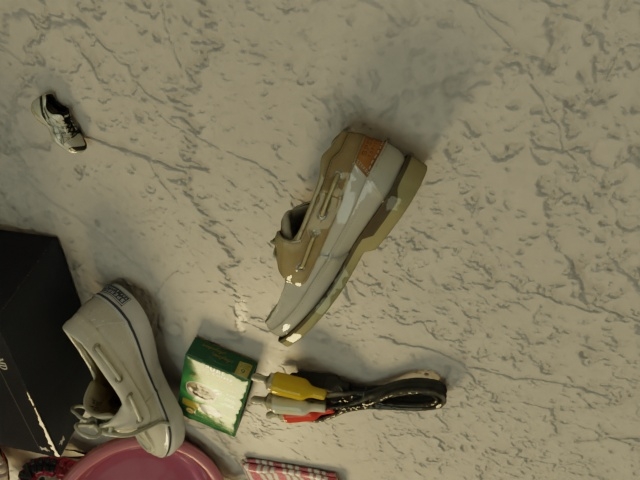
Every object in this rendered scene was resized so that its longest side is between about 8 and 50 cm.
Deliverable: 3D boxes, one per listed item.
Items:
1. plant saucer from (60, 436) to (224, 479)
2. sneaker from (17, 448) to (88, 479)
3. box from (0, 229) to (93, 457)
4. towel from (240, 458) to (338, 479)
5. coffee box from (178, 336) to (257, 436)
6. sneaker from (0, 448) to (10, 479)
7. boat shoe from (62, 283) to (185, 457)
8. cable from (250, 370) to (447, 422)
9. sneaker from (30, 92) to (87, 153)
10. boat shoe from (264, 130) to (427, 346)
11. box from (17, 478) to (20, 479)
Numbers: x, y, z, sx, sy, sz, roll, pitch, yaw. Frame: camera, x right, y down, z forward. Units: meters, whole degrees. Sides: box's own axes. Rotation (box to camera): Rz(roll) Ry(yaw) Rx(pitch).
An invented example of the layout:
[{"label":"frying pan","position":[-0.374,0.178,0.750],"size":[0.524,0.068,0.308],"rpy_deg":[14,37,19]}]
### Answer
[{"label":"plant saucer","position":[-0.340,0.513,1.297],"size":[0.332,0.332,0.084],"rpy_deg":[46,172,-19]},{"label":"sneaker","position":[-0.461,0.488,1.430],"size":[0.299,0.121,0.112],"rpy_deg":[3,167,7]},{"label":"box","position":[-0.555,0.155,1.095],"size":[0.312,0.179,0.343],"rpy_deg":[8,132,9]},{"label":"towel","position":[-0.047,0.466,1.278],"size":[0.197,0.029,0.144],"rpy_deg":[2,129,21]},{"label":"coffee box","position":[-0.170,0.242,1.123],"size":[0.113,0.040,0.184],"rpy_deg":[21,135,5]},{"label":"sneaker","position":[-0.744,0.498,1.494],"size":[0.180,0.124,0.321],"rpy_deg":[50,142,42]},{"label":"boat shoe","position":[-0.326,0.250,1.092],"size":[0.136,0.156,0.367],"rpy_deg":[26,138,31]},{"label":"cable","position":[0.042,0.246,1.017],"size":[0.287,0.072,0.139],"rpy_deg":[4,136,19]},{"label":"sneaker","position":[-0.318,-0.144,0.851],"size":[0.037,0.032,0.083],"rpy_deg":[-25,117,37]},{"label":"boat shoe","position":[0.000,0.000,0.799],"size":[0.103,0.113,0.302],"rpy_deg":[31,124,-4]},{"label":"box","position":[-0.587,0.706,1.636],"size":[0.242,0.076,0.307],"rpy_deg":[3,133,44]}]
